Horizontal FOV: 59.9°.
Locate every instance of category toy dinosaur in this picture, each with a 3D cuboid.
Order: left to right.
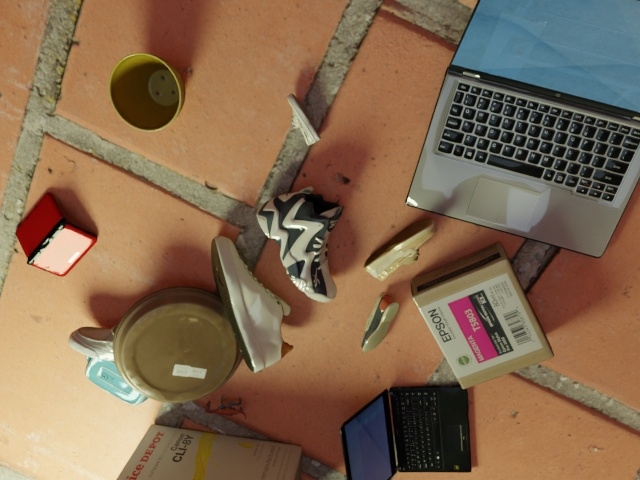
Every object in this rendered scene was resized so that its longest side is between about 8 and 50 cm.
[{"bbox_3d":[-0.221,0.384,1.274,0.082,0.090,0.047,-9,95,-21],"label":"toy dinosaur"}]

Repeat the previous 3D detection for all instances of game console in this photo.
[{"bbox_3d":[-0.573,-0.010,1.205,0.144,0.085,0.124,-41,131,21],"label":"game console"}]

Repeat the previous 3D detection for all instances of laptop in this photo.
[{"bbox_3d":[0.191,0.449,1.193,0.264,0.136,0.234,-4,111,11],"label":"laptop"},{"bbox_3d":[0.373,-0.161,0.876,0.381,0.236,0.408,16,112,3],"label":"laptop"}]

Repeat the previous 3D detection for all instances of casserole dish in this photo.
[{"bbox_3d":[-0.473,0.320,1.304,0.188,0.037,0.114,33,112,-3],"label":"casserole dish"}]

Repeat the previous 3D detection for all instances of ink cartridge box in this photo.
[{"bbox_3d":[-0.253,0.581,1.237,0.384,0.279,0.161,6,111,7],"label":"ink cartridge box"},{"bbox_3d":[0.313,0.150,1.085,0.193,0.088,0.235,-27,105,16],"label":"ink cartridge box"}]

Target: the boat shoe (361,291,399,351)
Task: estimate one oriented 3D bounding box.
[{"bbox_3d":[0.116,0.171,1.150,0.043,0.049,0.137,44,122,37],"label":"boat shoe"}]

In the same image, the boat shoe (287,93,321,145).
[{"bbox_3d":[-0.038,-0.222,1.028,0.035,0.035,0.100,-28,111,15],"label":"boat shoe"}]

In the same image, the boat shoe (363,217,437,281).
[{"bbox_3d":[0.163,0.021,1.077,0.170,0.063,0.059,-37,104,29],"label":"boat shoe"}]

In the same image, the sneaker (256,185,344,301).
[{"bbox_3d":[0.000,0.000,1.072,0.153,0.094,0.235,-28,94,27],"label":"sneaker"}]

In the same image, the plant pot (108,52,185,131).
[{"bbox_3d":[-0.301,-0.274,1.015,0.134,0.095,0.134,3,111,8],"label":"plant pot"}]

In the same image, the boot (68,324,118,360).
[{"bbox_3d":[-0.419,0.201,1.229,0.258,0.095,0.124,13,107,-5],"label":"boot"}]

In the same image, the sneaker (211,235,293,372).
[{"bbox_3d":[-0.139,0.117,1.157,0.123,0.106,0.290,-21,99,-22],"label":"sneaker"}]

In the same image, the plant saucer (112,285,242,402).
[{"bbox_3d":[-0.297,0.232,1.184,0.277,0.041,0.278,-5,109,-15],"label":"plant saucer"}]
